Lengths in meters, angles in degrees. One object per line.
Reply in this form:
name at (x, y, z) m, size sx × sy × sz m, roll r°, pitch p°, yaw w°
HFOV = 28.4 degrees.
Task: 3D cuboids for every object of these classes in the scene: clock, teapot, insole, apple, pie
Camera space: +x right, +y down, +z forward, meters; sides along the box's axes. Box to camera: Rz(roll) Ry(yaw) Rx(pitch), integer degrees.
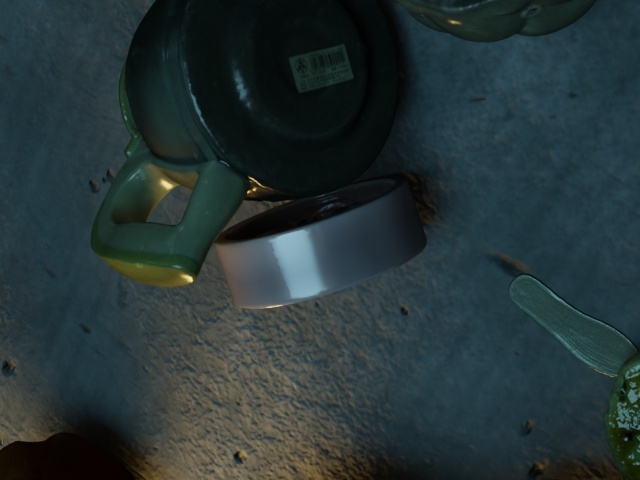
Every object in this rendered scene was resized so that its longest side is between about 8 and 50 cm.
clock at (0.000, 0.000, 1.220) m, size 0.197 × 0.197 × 0.068 m, roll -11°, pitch 101°, yaw 32°
teapot at (-0.082, -0.108, 1.198) m, size 0.239 × 0.240 × 0.321 m, roll -9°, pitch 78°, yaw 53°
insole at (0.248, 0.085, 1.230) m, size 0.153 × 0.002 × 0.053 m, roll 39°, pitch 123°, yaw 11°
apple at (-0.314, 0.348, 1.523) m, size 0.234 × 0.234 × 0.234 m, roll 11°, pitch 113°, yaw 26°
pie at (0.353, 0.172, 1.169) m, size 0.187 × 0.041 × 0.186 m, roll 5°, pitch 103°, yaw 23°

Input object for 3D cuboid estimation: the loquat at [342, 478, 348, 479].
loquat at (0.017, 0.417, 1.302) m, size 0.329 × 0.328 × 0.328 m, roll 11°, pitch 113°, yaw 26°

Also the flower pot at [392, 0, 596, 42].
flower pot at (0.145, -0.283, 1.032) m, size 0.246 × 0.195 × 0.246 m, roll 11°, pitch 113°, yaw 27°

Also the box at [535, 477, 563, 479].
box at (0.225, 0.402, 1.135) m, size 0.214 × 0.260 × 0.283 m, roll 2°, pitch 110°, yaw 49°
